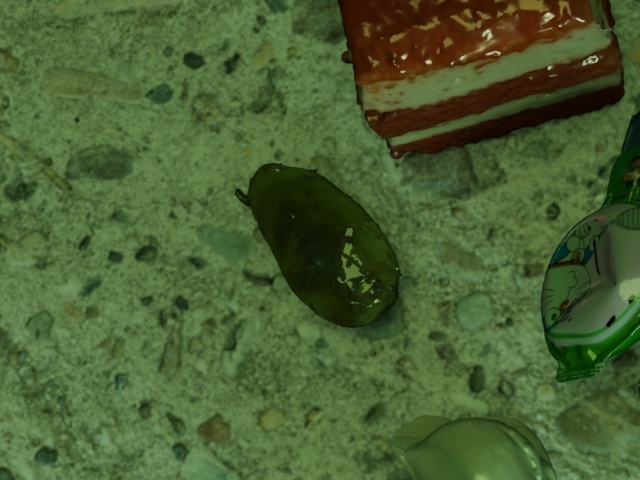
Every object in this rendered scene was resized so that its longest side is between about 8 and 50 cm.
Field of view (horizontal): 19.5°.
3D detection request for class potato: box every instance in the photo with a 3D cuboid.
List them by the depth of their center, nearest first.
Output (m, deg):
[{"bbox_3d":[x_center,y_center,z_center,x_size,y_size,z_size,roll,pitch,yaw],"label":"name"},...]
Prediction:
[{"bbox_3d":[0.000,0.000,1.996,0.117,0.090,0.225,-45,65,8],"label":"potato"}]

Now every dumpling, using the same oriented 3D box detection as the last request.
[{"bbox_3d":[0.178,0.239,1.877,0.229,0.151,0.124,47,134,44],"label":"dumpling"}]

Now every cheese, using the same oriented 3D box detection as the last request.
[{"bbox_3d":[0.304,-0.003,1.894,0.083,0.204,0.320,28,68,-23],"label":"cheese"}]

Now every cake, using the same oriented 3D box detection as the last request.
[{"bbox_3d":[0.148,-0.263,1.895,0.270,0.319,0.269,-16,76,10],"label":"cake"}]

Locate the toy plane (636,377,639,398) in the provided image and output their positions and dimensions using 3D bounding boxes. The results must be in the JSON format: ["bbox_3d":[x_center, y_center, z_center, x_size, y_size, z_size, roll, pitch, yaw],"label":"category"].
[{"bbox_3d":[0.380,0.234,1.864,0.226,0.058,0.226,43,84,15],"label":"toy plane"}]
